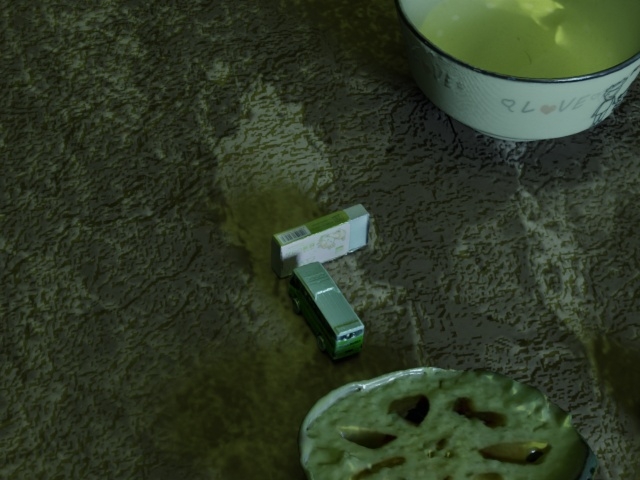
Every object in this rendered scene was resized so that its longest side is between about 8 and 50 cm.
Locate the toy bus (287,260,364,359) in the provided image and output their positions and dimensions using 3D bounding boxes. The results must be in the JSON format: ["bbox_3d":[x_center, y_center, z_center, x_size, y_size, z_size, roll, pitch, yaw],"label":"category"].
[{"bbox_3d":[0.004,0.054,1.319,0.031,0.037,0.083,-18,50,-21],"label":"toy bus"}]

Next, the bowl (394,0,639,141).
[{"bbox_3d":[0.177,-0.174,1.485,0.237,0.126,0.238,2,47,-3],"label":"bowl"}]

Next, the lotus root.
[{"bbox_3d":[0.085,0.173,1.191,0.203,0.078,0.183,-12,37,-20],"label":"lotus root"}]

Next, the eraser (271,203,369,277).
[{"bbox_3d":[0.000,0.000,1.368,0.083,0.038,0.019,-21,47,-23],"label":"eraser"}]
